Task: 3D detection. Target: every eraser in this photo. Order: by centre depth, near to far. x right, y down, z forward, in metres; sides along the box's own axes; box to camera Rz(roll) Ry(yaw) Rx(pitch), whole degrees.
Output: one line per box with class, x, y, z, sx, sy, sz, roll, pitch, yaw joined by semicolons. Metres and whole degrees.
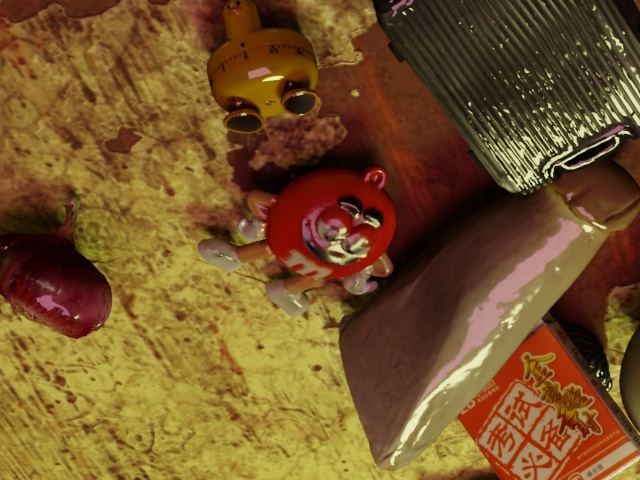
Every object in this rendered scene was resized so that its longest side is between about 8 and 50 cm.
eraser;0.232;0.181;1.628;0.157;0.038;0.230;-41;78;28

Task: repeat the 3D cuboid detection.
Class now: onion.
onion;-0.270;0.019;1.526;0.150;0.150;0.140;31;85;-25

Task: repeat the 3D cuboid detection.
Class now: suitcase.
suitcase;0.179;-0.199;1.342;0.202;0.128;0.312;-28;125;20

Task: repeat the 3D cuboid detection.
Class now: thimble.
thimble;0.274;0.150;1.678;0.104;0.066;0.095;-20;130;14

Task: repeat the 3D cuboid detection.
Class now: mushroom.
mushroom;0.163;0.057;1.551;0.137;0.154;0.407;20;120;-41

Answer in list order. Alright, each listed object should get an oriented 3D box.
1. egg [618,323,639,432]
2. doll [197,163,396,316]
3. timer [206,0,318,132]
egg;0.456;0.141;1.580;0.269;0.219;0.219;-8;131;19
doll;0.000;0.000;1.532;0.217;0.085;0.183;-33;127;31
timer;-0.057;-0.168;1.398;0.107;0.109;0.107;-11;159;-5
